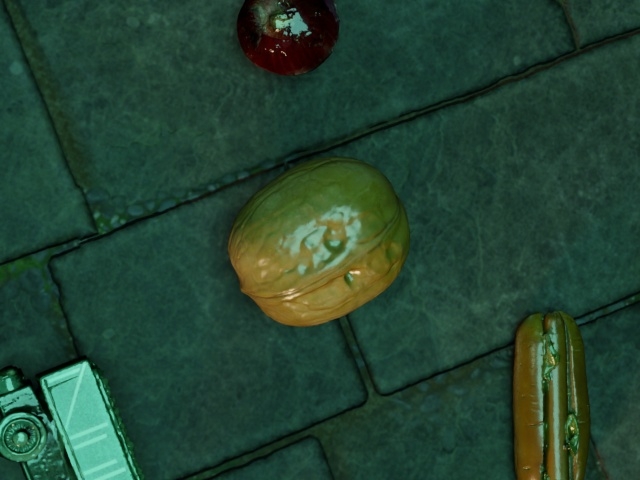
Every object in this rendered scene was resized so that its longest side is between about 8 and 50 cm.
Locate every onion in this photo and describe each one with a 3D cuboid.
[{"bbox_3d":[-0.039,-0.264,1.769,0.131,0.131,0.131,0,89,-10],"label":"onion"}]

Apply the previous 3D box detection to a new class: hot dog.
[{"bbox_3d":[0.300,0.215,1.847,0.100,0.068,0.249,-1,89,-9],"label":"hot dog"}]

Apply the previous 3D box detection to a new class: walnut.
[{"bbox_3d":[0.000,0.000,1.741,0.226,0.193,0.193,-28,94,-10],"label":"walnut"}]

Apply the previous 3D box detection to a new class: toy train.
[{"bbox_3d":[-0.303,0.266,1.723,0.154,0.115,0.269,-22,93,-18],"label":"toy train"}]
